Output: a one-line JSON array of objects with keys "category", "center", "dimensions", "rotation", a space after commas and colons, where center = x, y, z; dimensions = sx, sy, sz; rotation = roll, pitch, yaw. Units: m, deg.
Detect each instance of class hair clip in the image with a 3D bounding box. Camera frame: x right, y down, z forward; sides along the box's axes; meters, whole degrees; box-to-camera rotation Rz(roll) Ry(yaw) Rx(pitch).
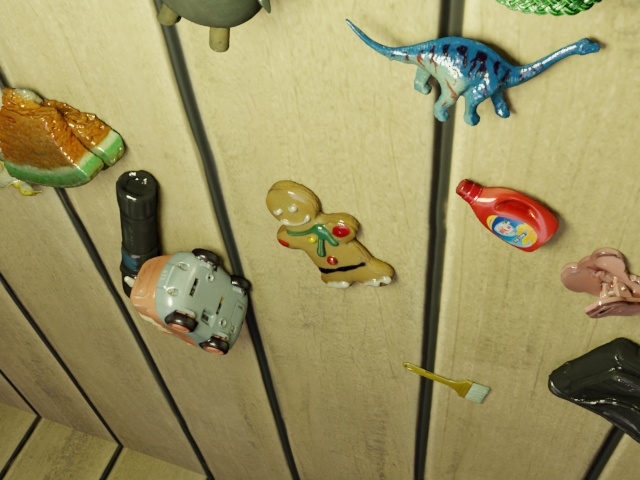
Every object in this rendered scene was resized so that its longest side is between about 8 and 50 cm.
[{"category": "hair clip", "center": [0.495, 0.074, 1.240], "dimensions": [0.138, 0.102, 0.123], "rotation": [0, 155, -22]}]

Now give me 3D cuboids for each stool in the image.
[{"category": "stool", "center": [-0.152, -0.367, 0.974], "dimensions": [0.228, 0.153, 0.139], "rotation": [64, 155, 18]}]

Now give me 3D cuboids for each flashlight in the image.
[{"category": "flashlight", "center": [-0.407, -0.004, 1.651], "dimensions": [0.103, 0.103, 0.424], "rotation": [22, 144, 5]}]

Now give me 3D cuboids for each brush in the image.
[{"category": "brush", "center": [0.288, 0.327, 1.722], "dimensions": [0.205, 0.011, 0.083], "rotation": [20, 147, 8]}]

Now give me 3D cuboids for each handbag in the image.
[{"category": "handbag", "center": [0.614, 0.309, 1.435], "dimensions": [0.275, 0.088, 0.244], "rotation": [28, 150, -6]}]

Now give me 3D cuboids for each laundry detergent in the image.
[{"category": "laundry detergent", "center": [0.294, -0.049, 1.183], "dimensions": [0.165, 0.049, 0.097], "rotation": [32, 138, -8]}]

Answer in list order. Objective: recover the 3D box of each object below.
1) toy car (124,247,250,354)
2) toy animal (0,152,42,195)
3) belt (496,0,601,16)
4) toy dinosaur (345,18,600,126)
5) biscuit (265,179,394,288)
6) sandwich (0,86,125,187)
[{"category": "toy car", "center": [-0.303, 0.138, 1.667], "dimensions": [0.212, 0.180, 0.270], "rotation": [0, 151, 34]}, {"category": "toy animal", "center": [-0.661, -0.146, 1.598], "dimensions": [0.155, 0.095, 0.219], "rotation": [5, 179, 26]}, {"category": "belt", "center": [0.246, -0.302, 0.814], "dimensions": [0.151, 0.121, 0.079], "rotation": [24, 153, 23]}, {"category": "toy dinosaur", "center": [0.194, -0.220, 0.997], "dimensions": [0.329, 0.076, 0.144], "rotation": [11, 137, 16]}, {"category": "biscuit", "center": [0.000, 0.000, 1.437], "dimensions": [0.197, 0.049, 0.301], "rotation": [-12, 131, 39]}, {"category": "sandwich", "center": [-0.532, -0.195, 1.451], "dimensions": [0.292, 0.109, 0.212], "rotation": [18, 146, 11]}]
